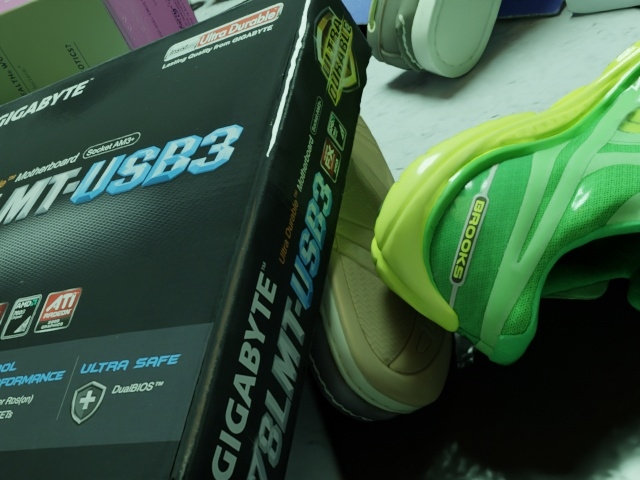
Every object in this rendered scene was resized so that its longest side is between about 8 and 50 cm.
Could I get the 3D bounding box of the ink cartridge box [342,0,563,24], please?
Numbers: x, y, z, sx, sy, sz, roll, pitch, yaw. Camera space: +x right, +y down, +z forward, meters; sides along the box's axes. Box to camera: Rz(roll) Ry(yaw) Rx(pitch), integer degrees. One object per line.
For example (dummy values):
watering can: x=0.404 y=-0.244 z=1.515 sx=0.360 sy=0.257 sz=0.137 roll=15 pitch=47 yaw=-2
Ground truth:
ink cartridge box: x=0.134 y=-0.351 z=0.860 sx=0.303 sy=0.072 sz=0.307 roll=6 pitch=55 yaw=33

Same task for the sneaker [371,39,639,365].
sneaker: x=0.167 y=-0.027 z=0.440 sx=0.295 sy=0.109 sz=0.123 roll=-29 pitch=65 yaw=-19

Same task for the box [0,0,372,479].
box: x=-0.129 y=0.012 z=0.464 sx=0.295 sy=0.073 sz=0.293 roll=-11 pitch=50 yaw=31

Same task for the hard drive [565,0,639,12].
hard drive: x=0.365 y=-0.308 z=0.740 sx=0.210 sy=0.040 sz=0.319 roll=1 pitch=41 yaw=38

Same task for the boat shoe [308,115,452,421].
boat shoe: x=0.000 y=0.000 z=0.512 sx=0.092 sy=0.103 sz=0.285 roll=-42 pitch=39 yaw=24

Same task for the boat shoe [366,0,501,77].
boat shoe: x=0.125 y=-0.290 z=0.723 sx=0.091 sy=0.109 sz=0.305 roll=19 pitch=87 yaw=46

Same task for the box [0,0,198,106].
box: x=-0.210 y=-0.108 z=0.703 sx=0.243 sy=0.214 sz=0.117 roll=-13 pitch=34 yaw=22
